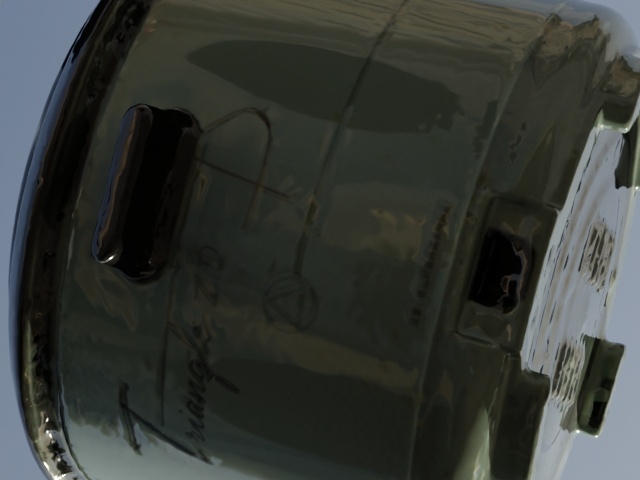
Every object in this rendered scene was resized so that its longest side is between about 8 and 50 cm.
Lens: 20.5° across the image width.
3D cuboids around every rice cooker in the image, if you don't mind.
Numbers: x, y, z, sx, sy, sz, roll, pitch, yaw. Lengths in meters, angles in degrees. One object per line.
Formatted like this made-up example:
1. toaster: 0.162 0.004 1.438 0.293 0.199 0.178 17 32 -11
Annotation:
1. rice cooker: 0.000 0.000 0.677 0.280 0.227 0.241 12 -88 -73
